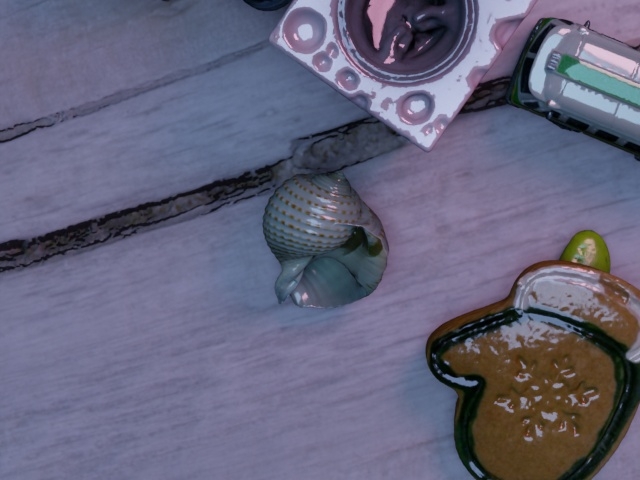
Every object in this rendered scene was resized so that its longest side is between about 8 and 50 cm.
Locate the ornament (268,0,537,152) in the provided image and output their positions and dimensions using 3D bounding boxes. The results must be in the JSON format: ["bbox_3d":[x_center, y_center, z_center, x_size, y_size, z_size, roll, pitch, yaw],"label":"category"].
[{"bbox_3d":[0.098,-0.282,1.636,0.239,0.240,0.240,35,97,-6],"label":"ornament"}]

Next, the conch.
[{"bbox_3d":[0.001,-0.009,1.735,0.172,0.131,0.200,16,137,-17],"label":"conch"}]

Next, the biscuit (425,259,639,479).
[{"bbox_3d":[0.279,0.181,1.719,0.287,0.057,0.343,24,107,2],"label":"biscuit"}]

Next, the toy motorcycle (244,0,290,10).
[{"bbox_3d":[-0.063,-0.433,1.669,0.206,0.154,0.260,36,96,19],"label":"toy motorcycle"}]

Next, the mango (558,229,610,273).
[{"bbox_3d":[0.350,0.039,1.735,0.073,0.056,0.108,11,95,2],"label":"mango"}]

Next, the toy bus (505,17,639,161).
[{"bbox_3d":[0.386,-0.187,1.663,0.276,0.165,0.133,22,95,4],"label":"toy bus"}]
